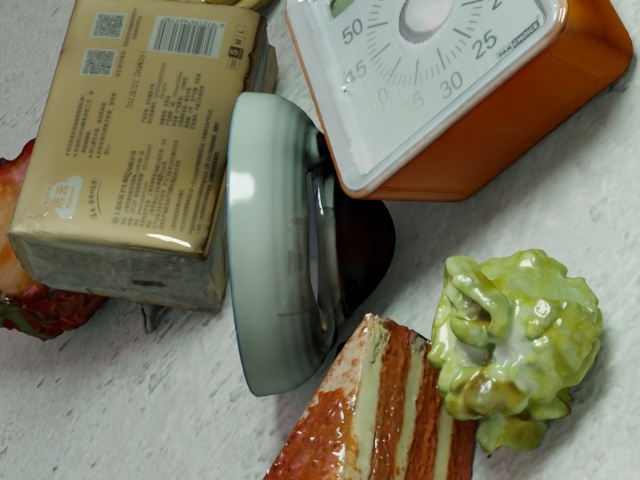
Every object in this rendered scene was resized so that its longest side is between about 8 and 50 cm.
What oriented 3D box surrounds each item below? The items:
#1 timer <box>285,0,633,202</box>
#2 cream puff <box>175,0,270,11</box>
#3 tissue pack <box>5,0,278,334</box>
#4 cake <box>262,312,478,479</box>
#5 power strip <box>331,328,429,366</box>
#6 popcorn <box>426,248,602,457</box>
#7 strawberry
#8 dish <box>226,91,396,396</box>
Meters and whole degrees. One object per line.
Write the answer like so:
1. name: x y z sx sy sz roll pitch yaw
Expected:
1. timer: 0.107 -0.192 1.646 0.257 0.161 0.250 -40 64 28
2. cream puff: -0.110 -0.324 2.187 0.189 0.129 0.189 -25 51 35
3. tissue pack: -0.176 -0.076 2.009 0.238 0.238 0.305 -22 46 45
4. cake: 0.050 0.201 1.458 0.160 0.158 0.262 25 83 55
5. power strip: 0.054 0.104 1.662 0.111 0.029 0.038 -14 52 53
6. popcorn: 0.150 0.077 1.471 0.141 0.162 0.135 -28 0 6
7. strawberry: -0.304 -0.010 2.177 0.253 0.150 0.280 -6 53 33
8. dish: 0.000 0.000 1.697 0.134 0.273 0.273 -3 50 7
